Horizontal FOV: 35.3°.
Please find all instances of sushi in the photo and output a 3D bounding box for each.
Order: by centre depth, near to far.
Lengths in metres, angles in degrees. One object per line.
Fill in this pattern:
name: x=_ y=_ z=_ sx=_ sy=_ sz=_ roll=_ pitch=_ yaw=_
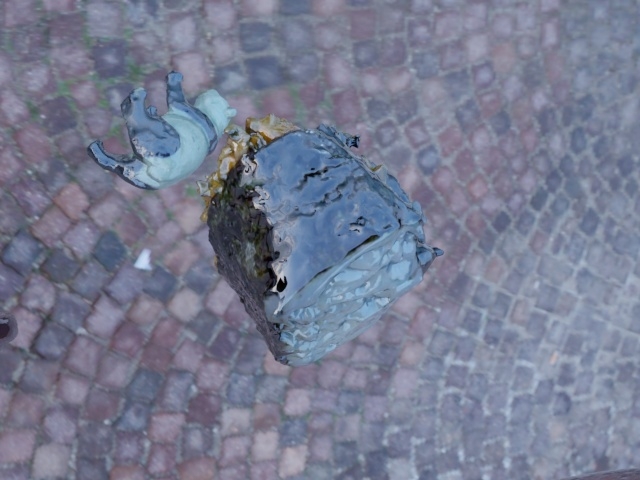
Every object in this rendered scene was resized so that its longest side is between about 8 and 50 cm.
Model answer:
sushi: x=0.000 y=0.000 z=1.112 sx=0.234 sy=0.348 sz=0.207 roll=-30 pitch=71 yaw=-15

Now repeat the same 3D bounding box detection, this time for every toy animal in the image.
toy animal: x=-0.195 y=-0.145 z=1.327 sx=0.121 sy=0.225 sz=0.094 roll=37 pitch=123 yaw=2

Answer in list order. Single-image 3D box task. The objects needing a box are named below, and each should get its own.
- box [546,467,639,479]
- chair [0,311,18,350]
box: x=0.117 y=0.277 z=0.833 sx=0.263 sy=0.404 sz=0.108 roll=-4 pitch=77 yaw=-55
chair: x=-0.405 y=-0.014 z=0.901 sx=0.227 sy=0.226 sz=0.401 roll=-12 pitch=93 yaw=-29
